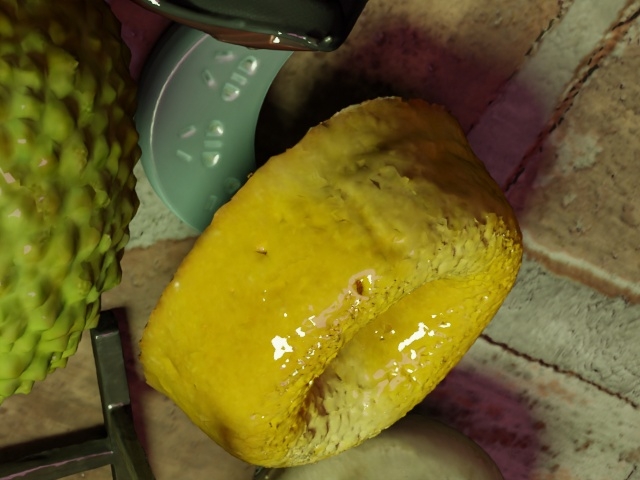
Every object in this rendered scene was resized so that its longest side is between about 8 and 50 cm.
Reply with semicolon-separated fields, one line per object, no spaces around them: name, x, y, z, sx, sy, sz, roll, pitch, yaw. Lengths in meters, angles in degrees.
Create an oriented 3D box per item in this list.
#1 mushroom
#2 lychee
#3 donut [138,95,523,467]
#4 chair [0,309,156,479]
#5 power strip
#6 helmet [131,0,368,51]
mushroom;0.040;0.237;1.197;0.226;0.178;0.226;-6;127;-8
lychee;-0.227;-0.060;0.861;0.270;0.270;0.320;-17;128;-11
donut;0.019;0.042;1.065;0.277;0.108;0.278;-31;152;-19
chair;-0.181;0.298;1.108;0.203;0.240;0.416;-14;123;-16
power strip;-0.052;-0.093;1.038;0.137;0.044;0.216;-3;121;-19
helmet;-0.043;-0.206;0.878;0.216;0.193;0.189;7;104;-40
